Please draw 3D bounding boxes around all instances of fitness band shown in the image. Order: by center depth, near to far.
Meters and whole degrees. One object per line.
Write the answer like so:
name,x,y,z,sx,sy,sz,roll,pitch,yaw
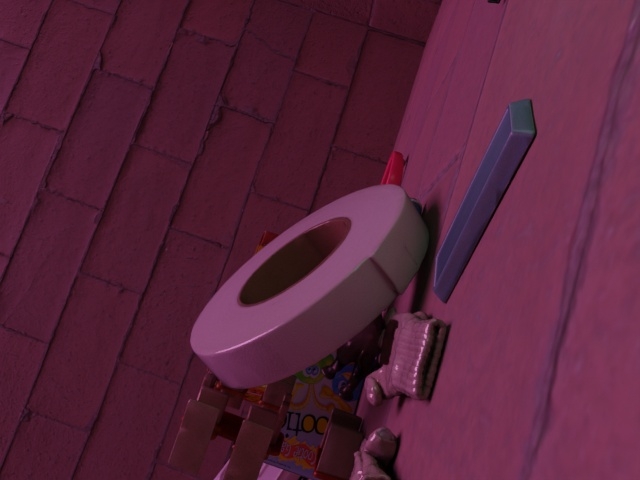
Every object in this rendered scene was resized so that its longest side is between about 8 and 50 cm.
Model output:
fitness band,0.223,-0.156,1.771,0.290,0.054,0.208,103,-178,-47

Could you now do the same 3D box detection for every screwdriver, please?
screwdriver,0.082,0.206,0.795,0.169,0.025,0.024,87,-162,-57

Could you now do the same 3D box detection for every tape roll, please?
tape roll,-0.021,0.055,0.807,0.392,0.072,0.392,-33,16,11

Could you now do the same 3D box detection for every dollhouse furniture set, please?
dollhouse furniture set,-0.077,0.297,0.802,0.262,0.259,0.135,-11,-60,-87

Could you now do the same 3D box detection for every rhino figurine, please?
rhino figurine,0.069,0.157,0.913,0.106,0.073,0.243,-58,1,22

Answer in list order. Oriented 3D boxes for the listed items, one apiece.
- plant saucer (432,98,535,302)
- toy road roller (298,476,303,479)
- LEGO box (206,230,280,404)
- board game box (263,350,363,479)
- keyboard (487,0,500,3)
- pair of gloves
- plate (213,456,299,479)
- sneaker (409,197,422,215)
plant saucer,0.139,-0.030,0.480,0.067,0.018,0.192,-69,-5,-50
toy road roller,-0.192,0.830,1.746,0.329,0.241,0.202,-65,-8,-71
LEGO box,-0.084,0.264,1.687,0.193,0.373,0.499,102,-173,-62
board game box,-0.007,0.300,1.025,0.144,0.142,0.275,101,-172,-69
keyboard,0.272,-0.416,0.758,0.108,0.023,0.180,119,171,-70
pair of gloves,0.061,0.186,0.553,0.204,0.042,0.239,71,-144,-86
plate,-0.194,0.714,1.682,0.278,0.278,0.045,-50,-50,-35
sneaker,0.133,-0.005,0.901,0.058,0.052,0.135,-84,10,-78
